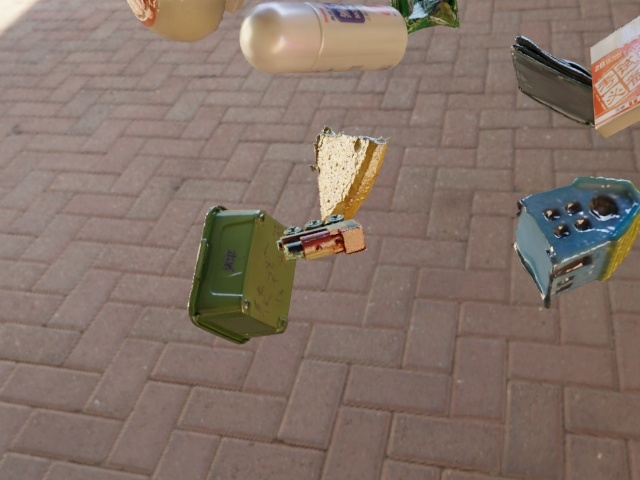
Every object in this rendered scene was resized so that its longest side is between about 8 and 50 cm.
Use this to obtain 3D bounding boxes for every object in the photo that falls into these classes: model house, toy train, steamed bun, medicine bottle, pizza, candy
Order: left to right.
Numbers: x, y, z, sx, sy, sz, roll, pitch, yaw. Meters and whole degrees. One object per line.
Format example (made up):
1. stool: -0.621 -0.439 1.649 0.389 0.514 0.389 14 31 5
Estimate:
1. steamed bun: -0.324 -0.555 1.474 0.177 0.283 0.283 -21 41 -26
2. toy train: 0.000 0.000 1.434 0.175 0.074 0.118 -14 17 -7
3. medicine bottle: 0.003 -0.386 1.334 0.341 0.130 0.130 -12 36 -36
4. pizza: 0.061 -0.203 1.758 0.075 0.280 0.288 13 37 -32
5. candy: 0.309 -0.677 2.072 0.203 0.078 0.141 -8 68 -6
6. model house: 0.634 -0.014 1.688 0.303 0.237 0.216 -23 59 -2

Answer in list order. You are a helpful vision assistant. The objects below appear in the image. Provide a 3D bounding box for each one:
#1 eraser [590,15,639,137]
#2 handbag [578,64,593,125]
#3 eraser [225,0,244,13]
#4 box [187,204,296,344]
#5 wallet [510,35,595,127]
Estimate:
1. eraser: 0.581 -0.316 1.293 0.157 0.038 0.230 -31 37 45
2. handbag: 0.759 -0.401 1.925 0.219 0.079 0.256 47 40 12
3. eraser: -0.185 -0.697 1.570 0.144 0.343 0.078 30 37 -4
4. box: -0.184 0.089 1.802 0.177 0.252 0.329 -4 67 31
5. wallet: 0.580 -0.378 1.685 0.237 0.342 0.075 36 97 19
